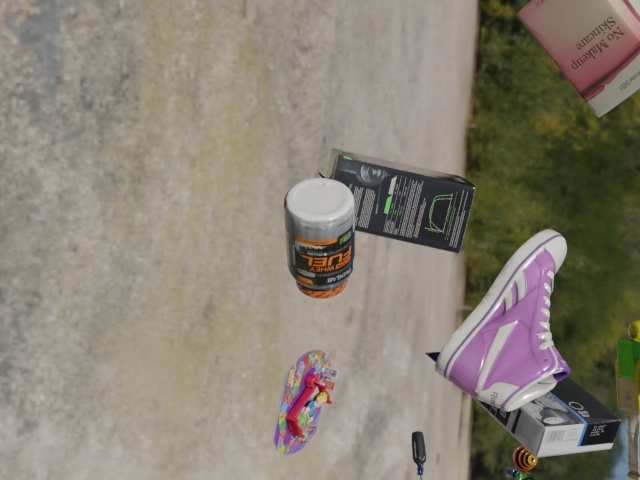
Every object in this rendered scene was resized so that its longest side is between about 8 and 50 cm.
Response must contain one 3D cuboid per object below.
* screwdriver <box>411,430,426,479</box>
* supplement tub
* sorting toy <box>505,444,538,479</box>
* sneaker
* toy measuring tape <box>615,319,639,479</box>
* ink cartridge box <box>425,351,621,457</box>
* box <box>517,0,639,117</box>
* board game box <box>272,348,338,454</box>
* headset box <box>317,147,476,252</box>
[{"bbox_3d":[0.159,0.390,1.614,0.024,0.025,0.170,65,25,-67],"label":"screwdriver"},{"bbox_3d":[0.000,0.000,1.685,0.117,0.117,0.190,-74,166,-46],"label":"supplement tub"},{"bbox_3d":[0.379,0.430,1.867,0.042,0.061,0.102,172,-83,-71],"label":"sorting toy"},{"bbox_3d":[0.309,0.122,1.446,0.282,0.161,0.102,-52,150,-15],"label":"sneaker"},{"bbox_3d":[0.660,0.318,2.030,0.121,0.121,0.330,-39,124,-75],"label":"toy measuring tape"},{"bbox_3d":[0.333,0.244,1.708,0.332,0.165,0.065,40,-56,53],"label":"ink cartridge box"},{"bbox_3d":[0.475,-0.353,1.712,0.127,0.232,0.148,-34,174,-46],"label":"box"},{"bbox_3d":[-0.015,0.253,1.548,0.133,0.033,0.169,3,100,-60],"label":"board game box"},{"bbox_3d":[0.129,-0.084,1.938,0.246,0.283,0.131,-94,-164,-81],"label":"headset box"}]
